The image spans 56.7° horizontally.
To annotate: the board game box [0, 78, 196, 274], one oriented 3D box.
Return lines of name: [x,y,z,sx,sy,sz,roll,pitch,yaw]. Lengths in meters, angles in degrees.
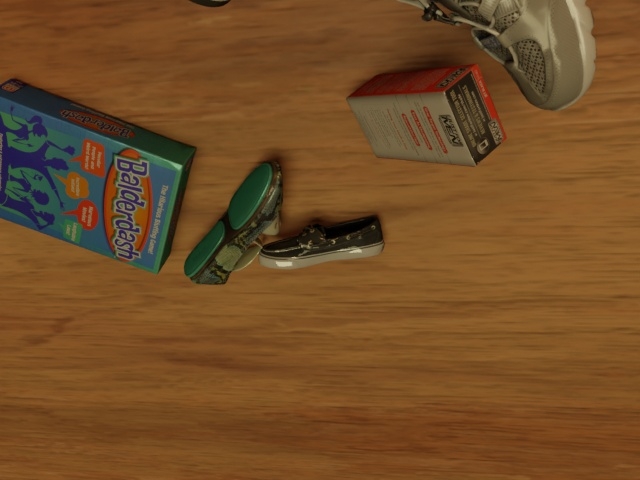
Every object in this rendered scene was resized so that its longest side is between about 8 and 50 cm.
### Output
board game box: [-0.261,-0.066,0.667,0.210,0.047,0.160,20,124,-4]

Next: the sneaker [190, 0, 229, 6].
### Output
sneaker: [-0.125,-0.336,0.424,0.178,0.124,0.295,-29,113,36]

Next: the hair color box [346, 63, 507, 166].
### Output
hair color box: [0.089,-0.109,0.525,0.043,0.141,0.072,-40,117,-17]

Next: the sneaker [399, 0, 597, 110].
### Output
sneaker: [0.099,-0.206,0.459,0.115,0.105,0.281,-40,100,-2]

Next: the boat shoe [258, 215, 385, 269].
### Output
boat shoe: [0.000,0.000,0.660,0.142,0.049,0.040,-8,113,-3]

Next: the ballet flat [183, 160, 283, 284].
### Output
ballet flat: [-0.083,-0.014,0.670,0.070,0.070,0.188,37,124,-14]
